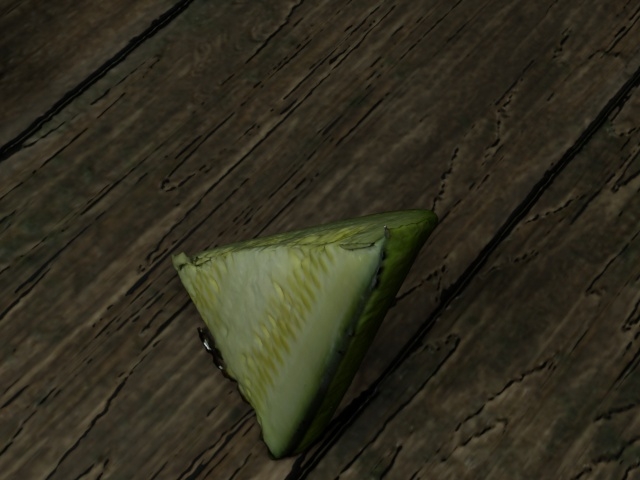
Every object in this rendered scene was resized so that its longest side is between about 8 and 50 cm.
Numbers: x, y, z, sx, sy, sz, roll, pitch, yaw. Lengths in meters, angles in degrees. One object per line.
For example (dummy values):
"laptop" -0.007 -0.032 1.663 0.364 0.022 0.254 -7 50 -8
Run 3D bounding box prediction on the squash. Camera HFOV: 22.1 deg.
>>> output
"squash" 0.000 0.000 1.010 0.093 0.252 0.169 -17 61 -29
